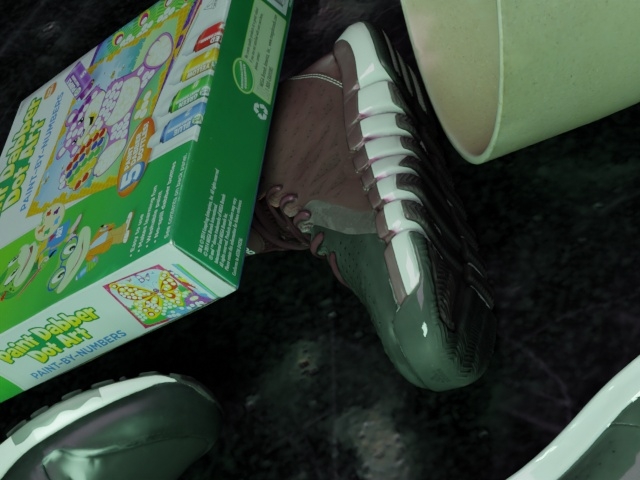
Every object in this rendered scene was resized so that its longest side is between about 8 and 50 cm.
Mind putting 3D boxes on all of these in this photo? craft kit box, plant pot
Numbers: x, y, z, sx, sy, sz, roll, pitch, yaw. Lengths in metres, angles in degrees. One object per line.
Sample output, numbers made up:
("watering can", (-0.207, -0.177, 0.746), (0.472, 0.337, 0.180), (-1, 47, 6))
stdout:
("craft kit box", (-0.133, -0.039, 0.779), (0.246, 0.061, 0.250), (-29, 39, 37))
("plant pot", (0.195, -0.197, 0.715), (0.274, 0.256, 0.256), (-12, 46, -6))

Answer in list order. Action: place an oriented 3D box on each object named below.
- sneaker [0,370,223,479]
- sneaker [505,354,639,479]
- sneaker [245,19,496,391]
("sneaker", (-0.155, 0.188, 0.642), (0.283, 0.107, 0.124), (-35, 60, -1))
("sneaker", (0.151, 0.144, 0.519), (0.295, 0.104, 0.147), (-37, 48, 0))
("sneaker", (0.000, 0.000, 0.726), (0.162, 0.106, 0.281), (-27, 39, 16))
